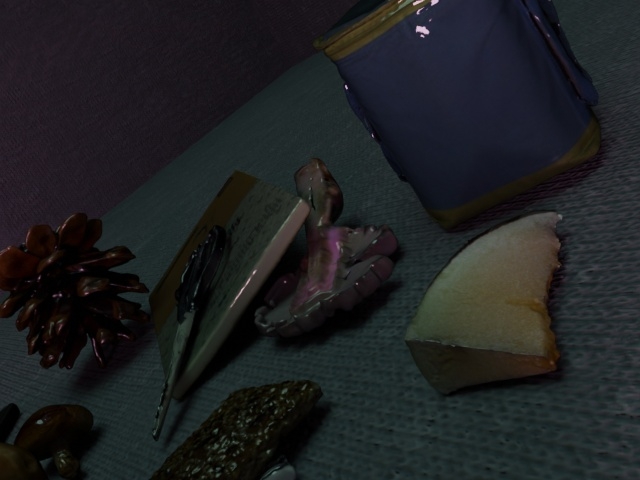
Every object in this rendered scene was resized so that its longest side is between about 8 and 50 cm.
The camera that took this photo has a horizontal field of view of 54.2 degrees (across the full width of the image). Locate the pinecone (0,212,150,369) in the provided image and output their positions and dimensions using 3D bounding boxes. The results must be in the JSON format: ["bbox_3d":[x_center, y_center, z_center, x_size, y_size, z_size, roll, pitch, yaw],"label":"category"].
[{"bbox_3d":[-0.356,0.085,0.925,0.203,0.229,0.201,-29,62,-5],"label":"pinecone"}]

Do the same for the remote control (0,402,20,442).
[{"bbox_3d":[-0.480,0.311,0.863,0.063,0.025,0.245,-33,20,6],"label":"remote control"}]

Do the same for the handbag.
[{"bbox_3d":[0.152,-0.181,0.676,0.222,0.241,0.263,-25,22,29],"label":"handbag"}]

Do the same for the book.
[{"bbox_3d":[-0.146,0.031,0.864,0.269,0.032,0.389,-56,21,-2],"label":"book"}]

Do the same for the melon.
[{"bbox_3d":[0.136,0.035,0.484,0.098,0.054,0.182,-15,27,31],"label":"melon"}]

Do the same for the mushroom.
[{"bbox_3d":[-0.297,0.223,0.707,0.088,0.072,0.130,-11,7,-34],"label":"mushroom"}]

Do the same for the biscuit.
[{"bbox_3d":[-0.104,0.193,0.483,0.131,0.026,0.237,-25,13,48],"label":"biscuit"}]

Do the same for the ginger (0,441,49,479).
[{"bbox_3d":[-0.395,0.302,0.544,0.165,0.172,0.321,33,62,28],"label":"ginger"}]

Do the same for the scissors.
[{"bbox_3d":[-0.158,0.098,0.728,0.109,0.022,0.300,-46,24,34],"label":"scissors"}]

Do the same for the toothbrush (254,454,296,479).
[{"bbox_3d":[-0.136,0.252,0.455,0.288,0.021,0.024,-36,9,-6],"label":"toothbrush"}]

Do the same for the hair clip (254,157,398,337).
[{"bbox_3d":[0.004,0.004,0.732,0.173,0.069,0.300,-32,30,21],"label":"hair clip"}]
